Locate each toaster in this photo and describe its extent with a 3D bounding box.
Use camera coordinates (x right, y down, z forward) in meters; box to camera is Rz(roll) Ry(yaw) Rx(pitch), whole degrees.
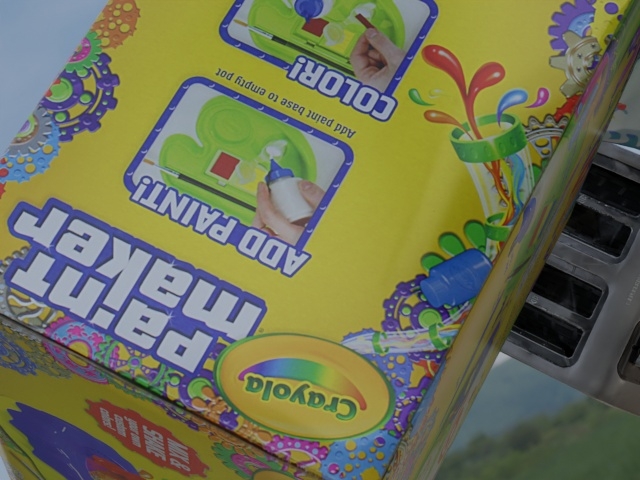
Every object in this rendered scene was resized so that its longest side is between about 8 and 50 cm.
[{"bbox_3d":[0.178,0.010,1.165,0.168,0.186,0.110,-64,-27,3],"label":"toaster"}]

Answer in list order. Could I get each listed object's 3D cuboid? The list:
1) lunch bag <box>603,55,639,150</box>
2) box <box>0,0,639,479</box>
[{"bbox_3d":[0.202,-0.165,0.937,0.090,0.219,0.176,15,-22,-10],"label":"lunch bag"},{"bbox_3d":[0.000,0.000,0.726,0.279,0.177,0.290,-60,-10,-24],"label":"box"}]
